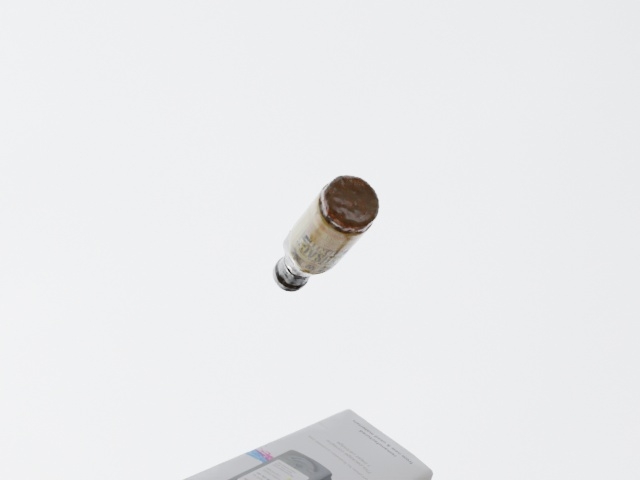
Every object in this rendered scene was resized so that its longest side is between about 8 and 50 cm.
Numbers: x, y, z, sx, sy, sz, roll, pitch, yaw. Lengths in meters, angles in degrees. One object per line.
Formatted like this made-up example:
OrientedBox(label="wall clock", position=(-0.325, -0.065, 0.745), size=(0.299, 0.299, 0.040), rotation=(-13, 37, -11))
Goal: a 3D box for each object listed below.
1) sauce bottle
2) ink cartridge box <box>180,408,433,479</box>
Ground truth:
OrientedBox(label="sauce bottle", position=(0.000, 0.000, 0.958), size=(0.042, 0.042, 0.128), rotation=(16, -30, -12))
OrientedBox(label="ink cartridge box", position=(-0.052, 0.320, 1.364), size=(0.306, 0.131, 0.226), rotation=(-18, -48, -48))
